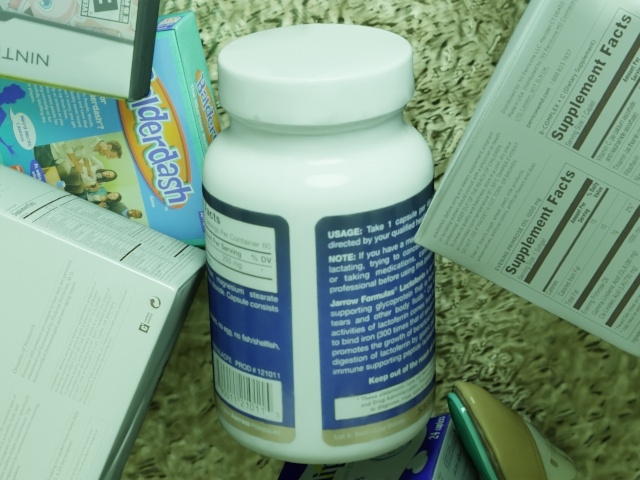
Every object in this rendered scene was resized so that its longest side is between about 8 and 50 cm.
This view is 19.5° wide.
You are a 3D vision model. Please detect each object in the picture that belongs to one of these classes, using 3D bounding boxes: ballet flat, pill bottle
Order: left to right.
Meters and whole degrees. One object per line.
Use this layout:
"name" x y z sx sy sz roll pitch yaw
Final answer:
"pill bottle" 0.000 0.000 1.223 0.153 0.153 0.264 4 114 12
"ballet flat" 0.157 0.189 1.323 0.073 0.080 0.232 -24 110 -7

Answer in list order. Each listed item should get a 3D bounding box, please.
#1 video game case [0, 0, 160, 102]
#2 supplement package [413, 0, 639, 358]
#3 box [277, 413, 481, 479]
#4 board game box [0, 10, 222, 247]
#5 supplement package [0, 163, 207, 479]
"video game case" -0.217 -0.245 1.209 0.248 0.035 0.274 11 106 12
"supplement package" 0.185 -0.106 1.050 0.145 0.262 0.204 28 131 2
"box" 0.034 0.197 1.315 0.137 0.126 0.072 -18 109 20
"board game box" -0.173 -0.066 1.297 0.210 0.047 0.160 -5 111 16
"supplement package" -0.208 0.065 1.229 0.203 0.149 0.194 24 100 2
